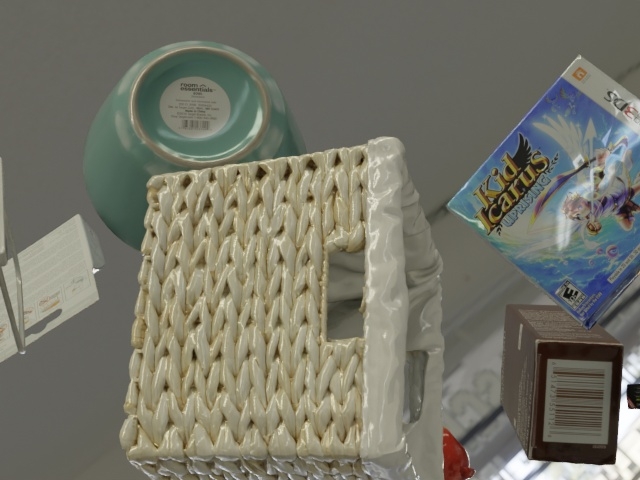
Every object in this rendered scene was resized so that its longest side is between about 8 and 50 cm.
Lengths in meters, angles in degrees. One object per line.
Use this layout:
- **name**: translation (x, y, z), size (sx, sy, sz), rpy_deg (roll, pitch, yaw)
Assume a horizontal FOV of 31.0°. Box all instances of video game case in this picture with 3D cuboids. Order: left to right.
- **video game case**: translation (0.342, -0.065, 1.497), size (0.269, 0.244, 0.061), rpy_deg (-49, -24, 5)

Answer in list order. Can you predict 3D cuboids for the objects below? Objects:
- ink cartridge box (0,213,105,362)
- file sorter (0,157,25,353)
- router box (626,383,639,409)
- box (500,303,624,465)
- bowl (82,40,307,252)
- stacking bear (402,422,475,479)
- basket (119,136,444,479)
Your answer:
- **ink cartridge box**: translation (-0.385, 0.083, 1.599), size (0.189, 0.232, 0.066), rpy_deg (-33, -51, 2)
- **file sorter**: translation (-0.483, 0.046, 1.310), size (0.278, 0.192, 0.173), rpy_deg (-11, -51, -9)
- **router box**: translation (0.507, 0.220, 1.625), size (0.092, 0.038, 0.122), rpy_deg (4, -10, -27)
- **box**: translation (0.384, 0.221, 1.881), size (0.381, 0.143, 0.191), rpy_deg (-47, -40, -84)
- **bowl**: translation (-0.160, -0.138, 1.520), size (0.312, 0.311, 0.163), rpy_deg (-36, -13, -21)
- **stacking bear**: translation (0.101, 0.348, 1.864), size (0.175, 0.289, 0.164), rpy_deg (121, 157, -64)
- **basket**: translation (-0.015, 0.117, 1.191), size (0.267, 0.328, 0.331), rpy_deg (-4, -27, 13)
